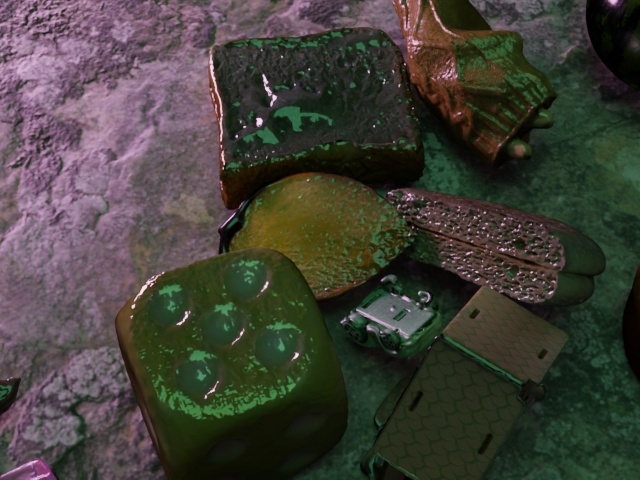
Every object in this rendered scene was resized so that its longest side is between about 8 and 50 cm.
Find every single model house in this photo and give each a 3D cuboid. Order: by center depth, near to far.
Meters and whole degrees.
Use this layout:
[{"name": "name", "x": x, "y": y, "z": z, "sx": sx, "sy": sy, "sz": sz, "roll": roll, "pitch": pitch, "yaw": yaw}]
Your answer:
[{"name": "model house", "x": 0.161, "y": 0.202, "z": 1.570, "sx": 0.169, "sy": 0.244, "sz": 0.326, "roll": 34, "pitch": 64, "yaw": 12}]

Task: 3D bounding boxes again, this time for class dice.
[{"name": "dice", "x": -0.107, "y": 0.167, "z": 1.585, "sx": 0.233, "sy": 0.238, "sz": 0.227, "roll": -19, "pitch": 61, "yaw": -12}]

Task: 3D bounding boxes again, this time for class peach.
[{"name": "peach", "x": -0.001, "y": 0.001, "z": 1.761, "sx": 0.279, "sy": 0.068, "sz": 0.189, "roll": 1, "pitch": 77, "yaw": 14}]

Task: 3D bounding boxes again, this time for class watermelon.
[{"name": "watermelon", "x": 0.520, "y": -0.335, "z": 1.899, "sx": 0.268, "sy": 0.269, "sz": 0.269, "roll": 1, "pitch": 59, "yaw": -1}]

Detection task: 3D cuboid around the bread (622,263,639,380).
[{"name": "bread", "x": 0.569, "y": 0.101, "z": 1.714, "sx": 0.327, "sy": 0.114, "sz": 0.295, "roll": 3, "pitch": 58, "yaw": 1}]

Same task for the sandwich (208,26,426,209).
[{"name": "sandwich", "x": -0.010, "y": -0.190, "z": 1.885, "sx": 0.301, "sy": 0.099, "sz": 0.271, "roll": -8, "pitch": 59, "yaw": -5}]

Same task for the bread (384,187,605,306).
[{"name": "bread", "x": 0.239, "y": 0.006, "z": 1.717, "sx": 0.337, "sy": 0.183, "sz": 0.102, "roll": 21, "pitch": 101, "yaw": 44}]

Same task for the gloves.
[{"name": "gloves", "x": 0.213, "y": -0.244, "z": 1.882, "sx": 0.155, "sy": 0.203, "sz": 0.356, "roll": -34, "pitch": 58, "yaw": 0}]

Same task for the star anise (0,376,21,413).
[{"name": "star anise", "x": -0.481, "y": 0.272, "z": 1.586, "sx": 0.218, "sy": 0.148, "sz": 0.228, "roll": -7, "pitch": 66, "yaw": 4}]

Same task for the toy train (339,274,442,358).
[{"name": "toy train", "x": 0.092, "y": 0.109, "z": 1.683, "sx": 0.099, "sy": 0.081, "sz": 0.149, "roll": -42, "pitch": 41, "yaw": -24}]

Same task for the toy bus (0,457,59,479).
[{"name": "toy bus", "x": -0.427, "y": 0.370, "z": 1.543, "sx": 0.274, "sy": 0.090, "sz": 0.112, "roll": -24, "pitch": 56, "yaw": -14}]
